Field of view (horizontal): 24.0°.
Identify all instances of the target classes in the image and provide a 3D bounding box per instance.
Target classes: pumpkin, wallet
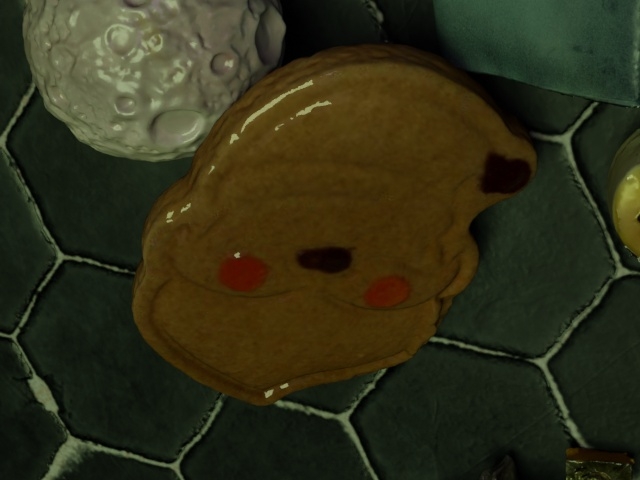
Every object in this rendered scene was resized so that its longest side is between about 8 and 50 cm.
[{"bbox_3d":[0.300,0.266,1.615,0.074,0.054,0.083,2,107,18],"label":"pumpkin"},{"bbox_3d":[0.190,-0.262,1.345,0.290,0.054,0.251,21,124,52],"label":"wallet"}]

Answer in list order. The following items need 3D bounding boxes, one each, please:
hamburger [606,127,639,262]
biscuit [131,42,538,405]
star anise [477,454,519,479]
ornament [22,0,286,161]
[{"bbox_3d":[0.372,-0.027,1.423,0.210,0.116,0.173,39,130,-3],"label":"hamburger"},{"bbox_3d":[0.000,0.001,1.499,0.349,0.078,0.455,12,128,-19],"label":"biscuit"},{"bbox_3d":[0.164,0.350,1.632,0.231,0.209,0.089,-49,127,-2],"label":"star anise"},{"bbox_3d":[-0.160,-0.208,1.471,0.259,0.259,0.225,4,121,21],"label":"ornament"}]
